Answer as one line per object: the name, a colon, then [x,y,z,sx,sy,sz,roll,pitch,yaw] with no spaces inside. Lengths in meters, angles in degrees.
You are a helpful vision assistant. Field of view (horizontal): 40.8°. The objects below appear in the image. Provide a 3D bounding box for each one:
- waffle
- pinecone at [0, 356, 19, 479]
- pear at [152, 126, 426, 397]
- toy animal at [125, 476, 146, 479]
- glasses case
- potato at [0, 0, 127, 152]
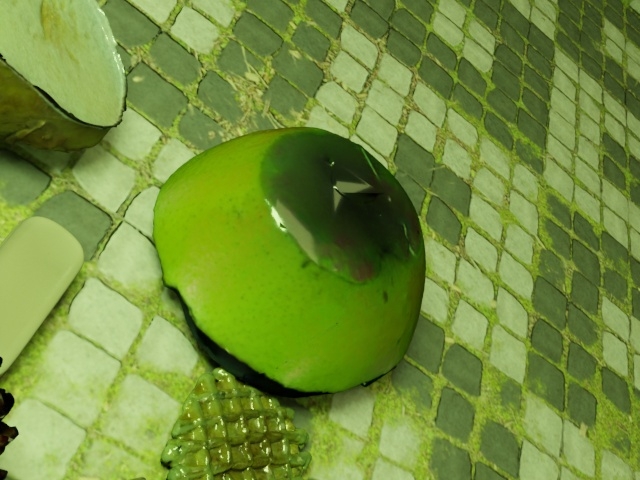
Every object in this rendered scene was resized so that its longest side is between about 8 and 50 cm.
waffle: [-0.087,0.232,0.943,0.169,0.036,0.183,40,42,-12]
pinecone: [-0.338,0.148,0.665,0.221,0.221,0.221,22,49,-29]
pear: [0.000,-0.005,1.065,0.398,0.165,0.399,26,43,-28]
toy animal: [-0.231,0.292,0.723,0.233,0.121,0.169,-18,91,-56]
glasses case: [-0.311,0.058,0.857,0.083,0.050,0.196,41,43,-15]
potato: [-0.364,-0.212,0.913,0.299,0.196,0.246,43,36,-55]
